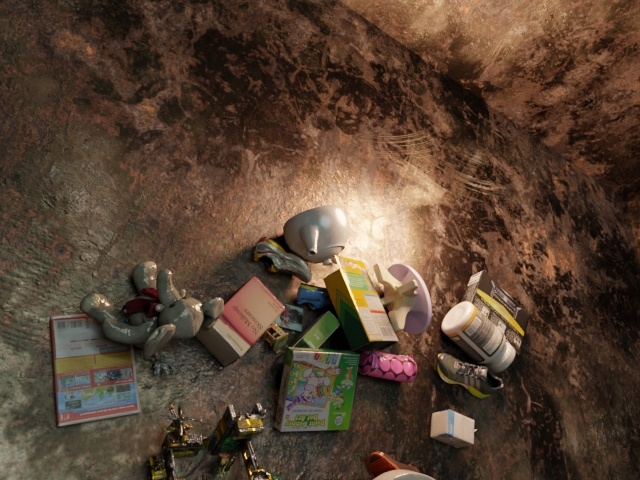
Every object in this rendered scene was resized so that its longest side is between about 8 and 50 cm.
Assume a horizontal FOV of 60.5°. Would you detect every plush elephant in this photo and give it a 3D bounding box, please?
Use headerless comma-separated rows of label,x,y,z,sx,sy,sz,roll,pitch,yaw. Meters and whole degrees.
plush elephant,-0.426,0.195,1.483,0.330,0.255,0.272,59,34,0

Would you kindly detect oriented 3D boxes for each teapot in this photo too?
teapot,0.000,0.000,1.928,0.256,0.252,0.187,-12,76,-30

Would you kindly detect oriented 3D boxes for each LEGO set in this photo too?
LEGO set,-0.259,0.548,1.421,0.331,0.192,0.255,12,34,-25

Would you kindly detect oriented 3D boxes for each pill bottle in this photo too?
pill bottle,0.632,0.388,2.190,0.278,0.162,0.162,43,49,-8

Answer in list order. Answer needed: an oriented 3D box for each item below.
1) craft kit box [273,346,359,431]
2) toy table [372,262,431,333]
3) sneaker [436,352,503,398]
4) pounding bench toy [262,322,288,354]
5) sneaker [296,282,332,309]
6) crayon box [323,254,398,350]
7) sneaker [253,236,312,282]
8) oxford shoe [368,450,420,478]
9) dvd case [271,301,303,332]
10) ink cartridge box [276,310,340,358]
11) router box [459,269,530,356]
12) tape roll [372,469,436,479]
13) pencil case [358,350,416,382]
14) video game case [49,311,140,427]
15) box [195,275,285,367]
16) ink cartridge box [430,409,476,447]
craft kit box,-0.008,0.463,1.708,0.250,0.061,0.246,9,91,-30
toy table,0.285,0.210,2.012,0.161,0.252,0.274,7,48,-50
sneaker,0.574,0.507,2.108,0.300,0.121,0.111,28,52,-19
pounding bench toy,-0.150,0.318,1.765,0.052,0.083,0.065,-20,46,-42
sneaker,0.002,0.205,1.932,0.209,0.069,0.082,14,89,-37
crayon box,0.130,0.219,1.900,0.203,0.083,0.323,15,47,-54
sneaker,-0.133,0.087,1.891,0.225,0.088,0.092,31,56,-6
oxford shoe,0.259,0.765,1.783,0.271,0.097,0.098,47,30,-11
dvd case,-0.114,0.256,1.846,0.119,0.013,0.087,19,56,-24
ink cartridge box,-0.037,0.328,1.795,0.062,0.109,0.209,50,48,0
router box,0.748,0.319,2.361,0.309,0.081,0.243,43,49,-7
tape roll,0.251,0.895,1.639,0.392,0.072,0.392,6,77,-26
pencil case,0.236,0.440,1.936,0.209,0.095,0.098,15,88,-28
video game case,-0.600,0.333,1.461,0.204,0.025,0.285,1,65,-35
box,-0.247,0.246,1.684,0.148,0.127,0.232,47,48,-4
ink cartridge box,0.481,0.679,1.968,0.143,0.092,0.090,27,53,-19
